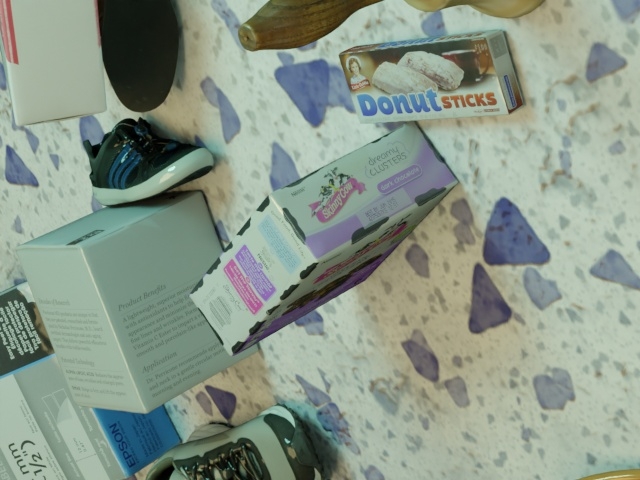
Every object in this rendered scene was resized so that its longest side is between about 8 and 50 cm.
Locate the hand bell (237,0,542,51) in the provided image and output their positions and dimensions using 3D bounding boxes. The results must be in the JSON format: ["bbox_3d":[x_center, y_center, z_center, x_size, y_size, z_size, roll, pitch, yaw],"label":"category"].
[{"bbox_3d":[0.040,-0.177,1.173,0.126,0.242,0.126,31,136,36],"label":"hand bell"}]

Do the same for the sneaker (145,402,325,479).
[{"bbox_3d":[-0.090,0.242,1.755,0.271,0.108,0.100,-22,93,55],"label":"sneaker"}]

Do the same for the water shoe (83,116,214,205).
[{"bbox_3d":[-0.183,-0.083,1.681,0.203,0.073,0.080,-10,102,54],"label":"water shoe"}]

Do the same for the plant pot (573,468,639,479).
[{"bbox_3d":[0.232,0.347,1.279,0.291,0.291,0.203,1,130,52],"label":"plant pot"}]

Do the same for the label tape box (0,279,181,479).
[{"bbox_3d":[-0.364,0.192,1.982,0.348,0.115,0.249,-23,94,34],"label":"label tape box"}]

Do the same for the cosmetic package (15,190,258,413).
[{"bbox_3d":[-0.188,0.060,1.717,0.151,0.151,0.183,-3,110,54],"label":"cosmetic package"}]

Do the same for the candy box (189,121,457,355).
[{"bbox_3d":[0.000,0.000,1.416,0.070,0.165,0.196,55,146,10],"label":"candy box"}]

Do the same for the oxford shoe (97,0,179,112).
[{"bbox_3d":[-0.183,-0.228,1.600,0.076,0.076,0.212,-134,34,-64],"label":"oxford shoe"}]

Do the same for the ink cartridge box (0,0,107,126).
[{"bbox_3d":[-0.266,-0.237,1.583,0.218,0.092,0.158,-114,18,-45],"label":"ink cartridge box"}]

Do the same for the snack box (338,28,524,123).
[{"bbox_3d":[0.086,-0.129,1.342,0.178,0.022,0.064,1,115,52],"label":"snack box"}]
